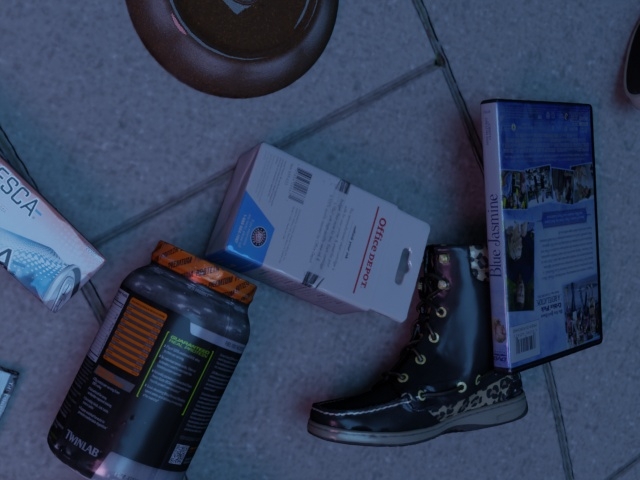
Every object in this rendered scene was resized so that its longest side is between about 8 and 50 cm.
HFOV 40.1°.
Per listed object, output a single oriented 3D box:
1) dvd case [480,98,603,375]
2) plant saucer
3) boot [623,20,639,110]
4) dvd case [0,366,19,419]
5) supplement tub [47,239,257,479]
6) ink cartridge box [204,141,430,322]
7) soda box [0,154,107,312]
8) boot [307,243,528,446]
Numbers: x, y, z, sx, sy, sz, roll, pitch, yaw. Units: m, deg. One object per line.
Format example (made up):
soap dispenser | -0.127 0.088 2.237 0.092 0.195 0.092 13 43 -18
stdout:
dvd case | 0.220 -0.009 0.857 0.180 0.022 0.253 -7 94 -45
plant saucer | -0.070 -0.225 0.763 0.198 0.036 0.199 -2 95 -20
boot | 0.432 -0.214 0.932 0.176 0.088 0.244 31 80 -22
dvd case | -0.318 0.129 0.709 0.119 0.013 0.087 25 86 -22
supplement tub | -0.133 0.104 0.723 0.117 0.117 0.191 28 84 -21
ink cartridge box | 0.000 0.000 0.784 0.180 0.060 0.104 25 71 -21
soda box | -0.258 -0.028 0.696 0.063 0.058 0.183 -47 108 -11
boot | 0.093 0.093 0.828 0.236 0.085 0.179 -3 94 -27
